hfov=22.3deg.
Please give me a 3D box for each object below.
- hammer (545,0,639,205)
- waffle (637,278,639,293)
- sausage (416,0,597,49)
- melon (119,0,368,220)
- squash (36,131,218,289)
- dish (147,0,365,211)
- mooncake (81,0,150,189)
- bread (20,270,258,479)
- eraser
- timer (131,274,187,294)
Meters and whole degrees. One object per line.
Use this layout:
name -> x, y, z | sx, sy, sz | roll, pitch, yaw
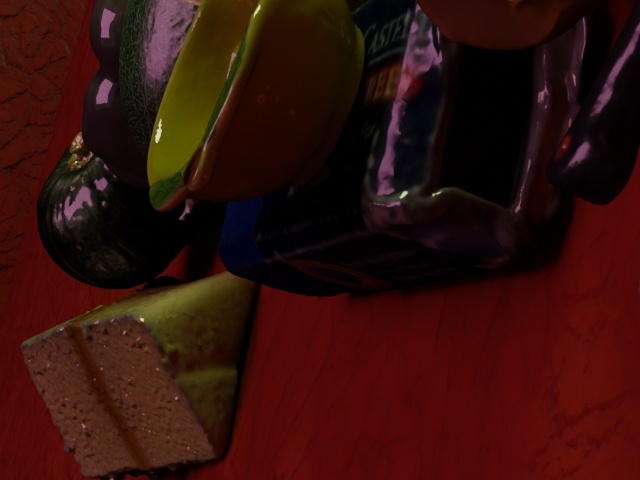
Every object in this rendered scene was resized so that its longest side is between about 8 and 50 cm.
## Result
hammer -> 0.167, -0.147, 0.658 | 0.288, 0.033, 0.111 | -65, 16, 7
waffle -> 0.163, -0.032, 0.636 | 0.092, 0.021, 0.135 | -140, 69, -71
sausage -> 0.112, -0.212, 0.792 | 0.112, 0.112, 0.328 | -59, 8, 42
melon -> -0.051, -0.150, 1.163 | 0.182, 0.182, 0.288 | -173, 98, -74
squash -> -0.177, -0.045, 1.526 | 0.193, 0.156, 0.193 | -29, 12, 7
dish -> -0.027, -0.080, 0.844 | 0.149, 0.080, 0.208 | -55, 21, 37
mooncake -> -0.111, -0.157, 1.365 | 0.245, 0.133, 0.245 | 12, -90, -85
bread -> -0.154, 0.102, 1.379 | 0.266, 0.142, 0.178 | -18, 44, 53
eraser -> 0.036, -0.055, 0.931 | 0.332, 0.101, 0.155 | 164, 121, -70
timer -> -0.167, 0.101, 1.555 | 0.140, 0.047, 0.128 | 150, 134, -65
